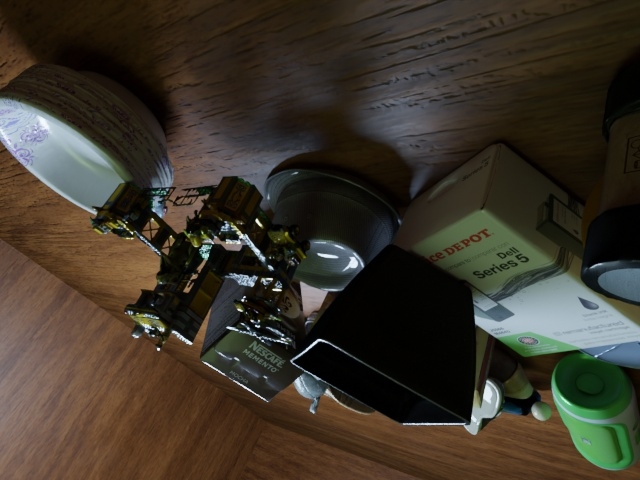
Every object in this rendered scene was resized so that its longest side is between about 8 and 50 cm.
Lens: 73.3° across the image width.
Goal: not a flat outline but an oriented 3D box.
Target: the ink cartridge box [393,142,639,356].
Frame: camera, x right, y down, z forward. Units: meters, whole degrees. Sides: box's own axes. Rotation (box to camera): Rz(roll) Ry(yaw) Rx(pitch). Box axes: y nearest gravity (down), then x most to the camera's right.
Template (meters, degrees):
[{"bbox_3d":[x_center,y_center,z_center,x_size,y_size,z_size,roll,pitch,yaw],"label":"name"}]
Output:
[{"bbox_3d":[0.258,0.030,0.574,0.272,0.115,0.198,33,150,-10],"label":"ink cartridge box"}]

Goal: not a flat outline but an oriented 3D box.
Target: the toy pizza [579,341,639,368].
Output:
[{"bbox_3d":[0.471,0.134,0.650,0.201,0.032,0.201,21,149,13],"label":"toy pizza"}]

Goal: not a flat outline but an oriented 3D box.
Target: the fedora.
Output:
[{"bbox_3d":[0.000,0.000,0.723,0.275,0.124,0.244,3,142,35],"label":"fedora"}]

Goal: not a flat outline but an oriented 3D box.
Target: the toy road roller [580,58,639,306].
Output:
[{"bbox_3d":[0.387,-0.021,0.325,0.329,0.203,0.240,-2,152,48],"label":"toy road roller"}]

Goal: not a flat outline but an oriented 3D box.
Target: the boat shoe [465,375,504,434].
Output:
[{"bbox_3d":[0.339,0.328,0.883,0.075,0.064,0.206,49,154,37],"label":"boat shoe"}]

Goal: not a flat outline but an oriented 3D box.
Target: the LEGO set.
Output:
[{"bbox_3d":[-0.197,0.052,0.624,0.331,0.192,0.255,7,146,25],"label":"LEGO set"}]

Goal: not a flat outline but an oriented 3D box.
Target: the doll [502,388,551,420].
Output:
[{"bbox_3d":[0.432,0.356,0.959,0.128,0.046,0.189,-8,175,-19],"label":"doll"}]

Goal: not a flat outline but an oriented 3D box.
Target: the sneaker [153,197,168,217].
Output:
[{"bbox_3d":[-0.462,-0.100,0.958,0.261,0.104,0.125,19,151,15],"label":"sneaker"}]

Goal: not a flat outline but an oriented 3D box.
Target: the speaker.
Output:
[{"bbox_3d":[0.526,0.328,0.812,0.131,0.131,0.297,-2,139,40],"label":"speaker"}]

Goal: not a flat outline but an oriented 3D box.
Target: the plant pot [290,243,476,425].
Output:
[{"bbox_3d":[0.093,0.121,0.569,0.187,0.167,0.188,30,152,-1],"label":"plant pot"}]

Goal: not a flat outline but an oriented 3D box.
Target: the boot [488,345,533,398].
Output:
[{"bbox_3d":[0.314,0.264,0.951,0.207,0.090,0.248,46,149,-7],"label":"boot"}]

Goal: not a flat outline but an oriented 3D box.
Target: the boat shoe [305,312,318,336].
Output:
[{"bbox_3d":[0.057,0.323,1.195,0.108,0.102,0.301,-8,135,45],"label":"boat shoe"}]

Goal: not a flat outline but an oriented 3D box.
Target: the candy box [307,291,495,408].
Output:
[{"bbox_3d":[0.150,0.163,0.796,0.316,0.183,0.088,8,146,29],"label":"candy box"}]

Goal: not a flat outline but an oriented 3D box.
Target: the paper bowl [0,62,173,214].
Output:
[{"bbox_3d":[-0.386,-0.170,0.744,0.284,0.148,0.284,20,148,13],"label":"paper bowl"}]

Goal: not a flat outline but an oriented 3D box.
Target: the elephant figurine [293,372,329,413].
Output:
[{"bbox_3d":[-0.060,0.344,1.231,0.186,0.169,0.239,38,170,38],"label":"elephant figurine"}]

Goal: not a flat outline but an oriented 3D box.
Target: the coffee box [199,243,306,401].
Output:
[{"bbox_3d":[-0.128,0.153,0.890,0.119,0.297,0.168,-43,114,15],"label":"coffee box"}]

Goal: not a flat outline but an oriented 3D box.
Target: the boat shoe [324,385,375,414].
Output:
[{"bbox_3d":[0.034,0.447,1.402,0.341,0.123,0.123,26,159,9],"label":"boat shoe"}]
